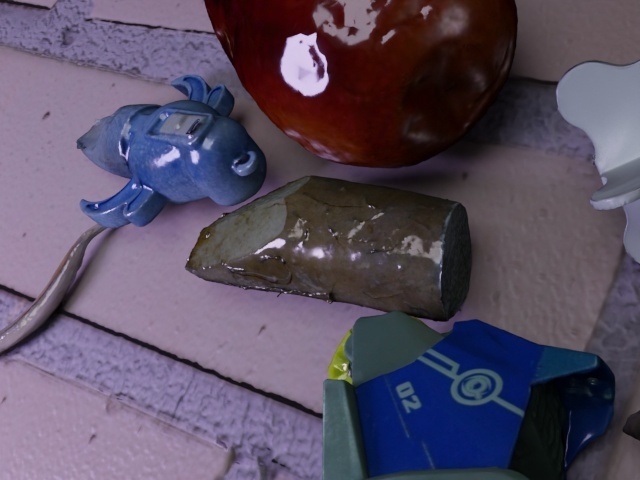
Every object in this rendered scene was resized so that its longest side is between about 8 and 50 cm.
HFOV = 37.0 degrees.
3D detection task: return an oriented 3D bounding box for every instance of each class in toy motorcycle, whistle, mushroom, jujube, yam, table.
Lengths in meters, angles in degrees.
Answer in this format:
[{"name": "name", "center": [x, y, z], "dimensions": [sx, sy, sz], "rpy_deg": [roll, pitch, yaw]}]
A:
[{"name": "toy motorcycle", "center": [0.102, 0.165, 0.609], "dimensions": [0.200, 0.191, 0.326], "rpy_deg": [-16, 44, 15]}, {"name": "whistle", "center": [-0.147, -0.086, 0.915], "dimensions": [0.269, 0.093, 0.180], "rpy_deg": [14, 64, 49]}, {"name": "mushroom", "center": [-0.314, 0.076, 0.949], "dimensions": [0.306, 0.043, 0.068], "rpy_deg": [-32, 78, 7]}, {"name": "jujube", "center": [0.019, -0.194, 0.822], "dimensions": [0.223, 0.223, 0.318], "rpy_deg": [-44, 49, -1]}, {"name": "yam", "center": [0.000, 0.000, 0.790], "dimensions": [0.259, 0.106, 0.106], "rpy_deg": [9, 69, 29]}, {"name": "table", "center": [0.280, -0.081, 0.661], "dimensions": [0.198, 0.166, 0.166], "rpy_deg": [-25, 55, 23]}]

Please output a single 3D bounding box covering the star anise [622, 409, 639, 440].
[{"name": "star anise", "center": [0.332, 0.132, 0.536], "dimensions": [0.332, 0.117, 0.331], "rpy_deg": [-16, 57, 25]}]
